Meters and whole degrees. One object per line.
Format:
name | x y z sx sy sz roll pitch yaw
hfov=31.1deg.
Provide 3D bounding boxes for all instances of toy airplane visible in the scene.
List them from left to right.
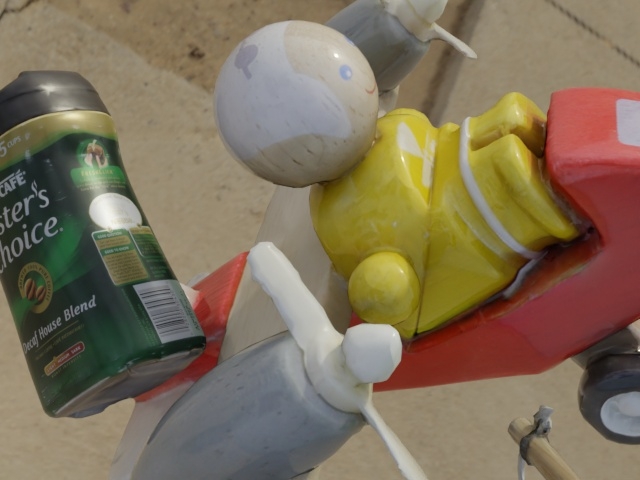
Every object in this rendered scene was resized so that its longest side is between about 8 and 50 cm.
toy airplane | 0.000 0.000 0.661 0.384 0.386 0.272 -37 126 -15

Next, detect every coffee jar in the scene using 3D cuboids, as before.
coffee jar | -0.141 0.000 0.648 0.079 0.096 0.184 -8 68 -51

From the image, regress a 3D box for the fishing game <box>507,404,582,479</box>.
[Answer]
fishing game | 0.017 0.185 0.275 0.041 0.189 0.264 19 108 -20
